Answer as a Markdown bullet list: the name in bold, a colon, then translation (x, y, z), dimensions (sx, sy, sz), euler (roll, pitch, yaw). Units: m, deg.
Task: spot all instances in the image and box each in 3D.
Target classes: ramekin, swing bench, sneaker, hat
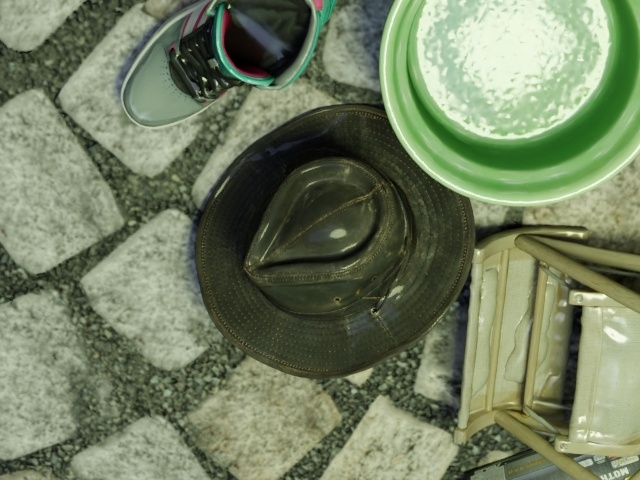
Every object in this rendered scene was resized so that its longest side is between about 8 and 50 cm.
- **ramekin**: translation (0.212, -0.200, 1.406), dimensions (0.303, 0.148, 0.303), euler (0, 108, 1)
- **swing bench**: translation (0.301, 0.135, 1.519), dimensions (0.255, 0.165, 0.253), euler (20, 118, 35)
- **sneaker**: translation (-0.105, -0.199, 1.419), dimensions (0.295, 0.178, 0.124), euler (-36, 105, 16)
- **hat**: translation (0.000, 0.000, 1.459), dimensions (0.331, 0.134, 0.331), euler (-1, 87, 14)

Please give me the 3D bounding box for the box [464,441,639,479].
- **box**: translation (0.321, 0.343, 1.670), dimensions (0.231, 0.056, 0.183), euler (-20, 108, 11)
